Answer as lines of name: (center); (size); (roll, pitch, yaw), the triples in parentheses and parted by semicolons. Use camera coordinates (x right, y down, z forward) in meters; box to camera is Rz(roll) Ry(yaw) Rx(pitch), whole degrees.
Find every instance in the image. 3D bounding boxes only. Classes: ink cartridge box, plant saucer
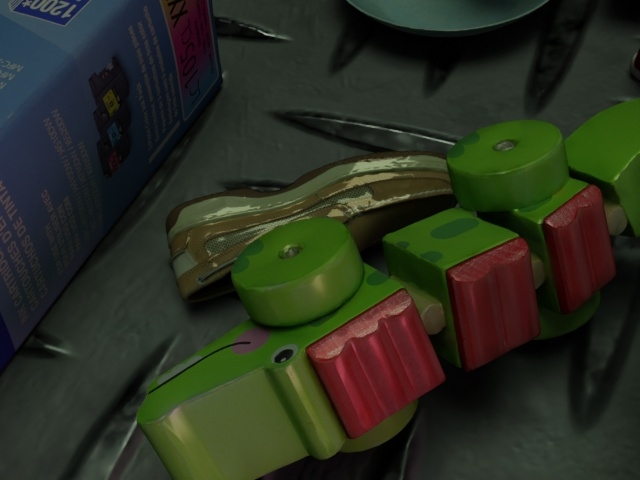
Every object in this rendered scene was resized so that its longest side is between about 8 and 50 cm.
ink cartridge box: (-0.273, -0.066, 0.635); (0.269, 0.151, 0.395); (16, 53, 19)
plant saucer: (0.105, -0.217, 0.805); (0.194, 0.037, 0.195); (-3, 47, 4)

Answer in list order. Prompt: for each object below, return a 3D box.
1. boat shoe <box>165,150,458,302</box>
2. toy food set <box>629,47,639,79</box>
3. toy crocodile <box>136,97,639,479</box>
boat shoe: (0.000, 0.000, 0.608); (0.189, 0.068, 0.072); (-15, 60, 5)
toy food set: (0.280, -0.117, 0.679); (0.111, 0.104, 0.232); (20, 70, 6)
toy crocodile: (0.065, 0.028, 0.513); (0.340, 0.115, 0.105); (-28, 26, -17)
